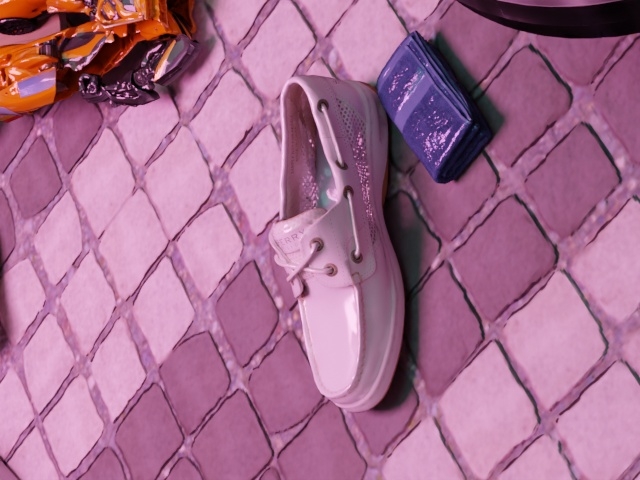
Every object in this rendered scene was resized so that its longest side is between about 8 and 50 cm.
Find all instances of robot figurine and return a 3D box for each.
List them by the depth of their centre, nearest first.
[{"bbox_3d":[-0.235,-0.215,1.855,0.291,0.085,0.211,-15,72,29],"label":"robot figurine"}]

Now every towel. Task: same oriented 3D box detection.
[{"bbox_3d":[0.085,-0.105,1.563,0.067,0.029,0.119,-54,48,27],"label":"towel"}]

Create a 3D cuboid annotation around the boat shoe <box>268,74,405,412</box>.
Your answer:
[{"bbox_3d":[0.000,0.000,1.585,0.098,0.096,0.277,-20,68,43],"label":"boat shoe"}]

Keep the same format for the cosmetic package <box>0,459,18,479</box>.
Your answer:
[{"bbox_3d":[-0.360,0.309,1.848,0.365,0.197,0.155,39,111,43],"label":"cosmetic package"}]

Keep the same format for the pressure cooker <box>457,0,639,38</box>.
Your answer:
[{"bbox_3d":[0.162,-0.340,1.261,0.375,0.420,0.370,10,68,28],"label":"pressure cooker"}]

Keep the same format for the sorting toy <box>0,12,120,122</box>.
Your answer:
[{"bbox_3d":[-0.290,-0.191,1.965,0.274,0.046,0.132,-19,69,29],"label":"sorting toy"}]
